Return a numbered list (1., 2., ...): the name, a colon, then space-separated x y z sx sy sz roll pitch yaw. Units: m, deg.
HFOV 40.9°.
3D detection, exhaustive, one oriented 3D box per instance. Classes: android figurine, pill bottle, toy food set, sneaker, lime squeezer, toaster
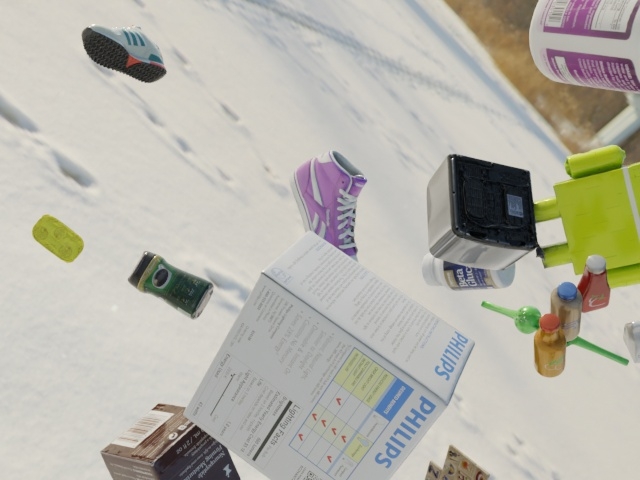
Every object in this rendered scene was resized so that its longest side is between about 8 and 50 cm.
1. android figurine: 0.508 -0.040 1.487 0.056 0.273 0.248 -25 99 -72
2. pill bottle: 0.471 -0.302 1.263 0.169 0.169 0.301 35 -5 -36
3. toy food set: 0.373 0.083 1.075 0.104 0.232 0.111 73 5 -50
4. pill bottle: 0.289 0.052 1.694 0.094 0.169 0.094 10 76 -50
5. sneaker: 0.046 -0.057 1.840 0.102 0.161 0.282 -14 79 -57
6. lime squeezer: 0.444 0.179 1.681 0.310 0.059 0.110 22 -20 27
7. toaster: 0.282 -0.041 1.487 0.168 0.110 0.186 9 61 -16
8. sneaker: -0.309 -0.306 1.336 0.161 0.057 0.075 21 49 -51

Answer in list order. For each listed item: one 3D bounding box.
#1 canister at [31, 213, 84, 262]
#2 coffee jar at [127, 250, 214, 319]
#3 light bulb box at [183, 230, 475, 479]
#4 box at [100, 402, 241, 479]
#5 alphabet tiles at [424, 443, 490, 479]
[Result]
1. canister: -0.651 -0.004 2.132 0.126 0.073 0.170 39 -11 -13
2. coffee jar: -0.344 0.101 1.967 0.184 0.096 0.079 28 -13 8
3. light bulb box: 0.013 0.244 1.504 0.361 0.358 0.225 35 30 7
4. box: -0.283 0.449 1.663 0.168 0.167 0.203 -39 117 -43
5. alphabet tiles: 0.315 0.593 1.971 0.009 0.237 0.198 -13 34 -39
